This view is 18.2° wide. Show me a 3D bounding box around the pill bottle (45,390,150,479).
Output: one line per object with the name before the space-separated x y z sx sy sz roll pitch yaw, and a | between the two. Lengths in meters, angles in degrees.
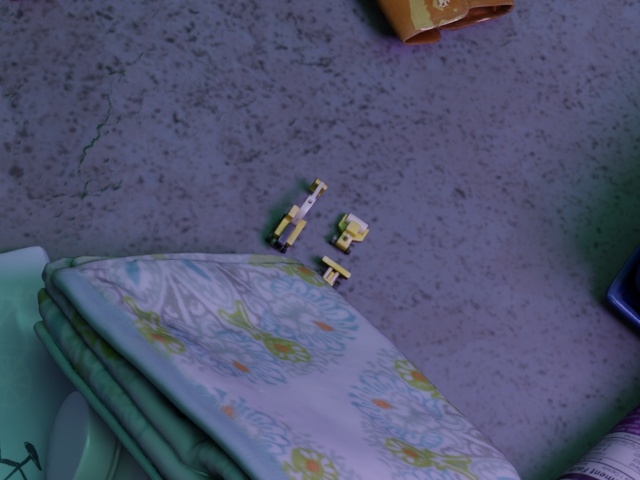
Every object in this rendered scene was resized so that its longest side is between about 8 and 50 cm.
pill bottle | -0.115 0.195 1.701 0.222 0.124 0.124 14 66 -26

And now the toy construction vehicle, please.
toy construction vehicle | 0.000 0.000 1.882 0.086 0.035 0.098 38 64 -1

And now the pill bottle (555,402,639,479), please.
pill bottle | 0.299 0.253 1.808 0.301 0.169 0.169 -38 85 -25

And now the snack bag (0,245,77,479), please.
snack bag | -0.337 0.179 1.709 0.343 0.037 0.323 -18 77 -26

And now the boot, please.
boot | 0.045 -0.291 1.967 0.295 0.104 0.211 -10 73 -25

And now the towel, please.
towel | -0.027 0.136 1.647 0.321 0.090 0.374 1 34 -45

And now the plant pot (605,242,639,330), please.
plant pot | 0.430 0.026 1.910 0.236 0.212 0.236 40 63 0
